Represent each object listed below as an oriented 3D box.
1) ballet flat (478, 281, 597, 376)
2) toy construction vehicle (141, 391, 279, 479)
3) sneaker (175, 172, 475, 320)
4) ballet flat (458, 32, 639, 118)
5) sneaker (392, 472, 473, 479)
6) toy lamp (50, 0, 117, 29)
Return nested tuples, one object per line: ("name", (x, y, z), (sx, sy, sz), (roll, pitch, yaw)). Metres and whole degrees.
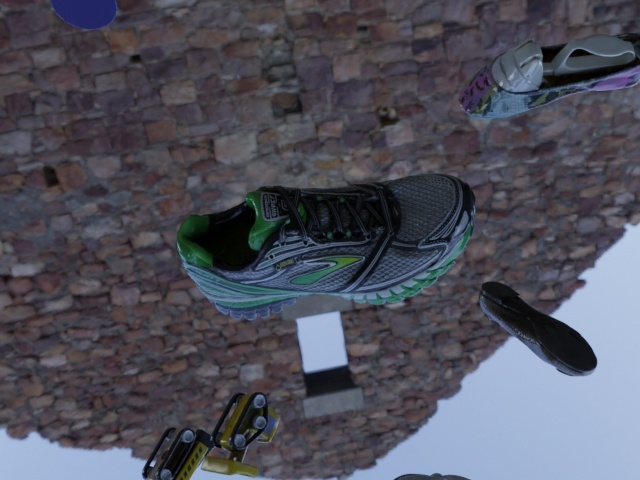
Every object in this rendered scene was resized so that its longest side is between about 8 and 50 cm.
("ballet flat", (0.350, 0.151, 1.073), (0.084, 0.058, 0.250), (-9, -149, -28))
("toy construction vehicle", (-0.065, 0.133, 0.350), (0.085, 0.035, 0.098), (-20, -145, 49))
("sneaker", (0.000, 0.000, 0.713), (0.343, 0.146, 0.134), (-16, -122, 15))
("ballet flat", (0.265, -0.196, 0.727), (0.221, 0.077, 0.079), (-9, 160, 9))
("sneaker", (0.142, 0.315, 0.749), (0.094, 0.258, 0.091), (-54, -143, -1))
("toy lamp", (-0.268, -0.372, 0.782), (0.080, 0.080, 0.275), (-8, -121, 4))
